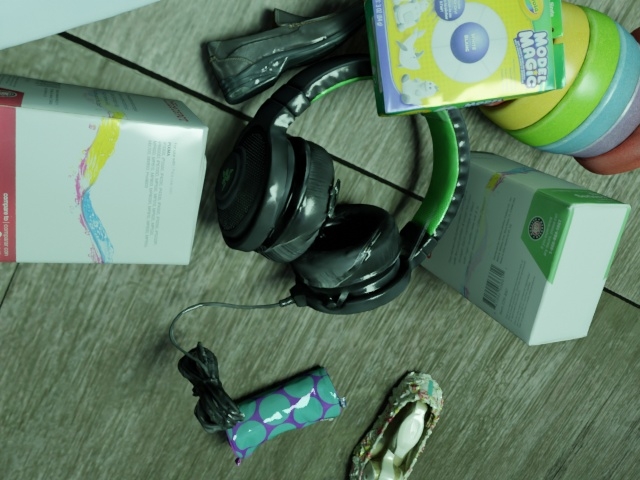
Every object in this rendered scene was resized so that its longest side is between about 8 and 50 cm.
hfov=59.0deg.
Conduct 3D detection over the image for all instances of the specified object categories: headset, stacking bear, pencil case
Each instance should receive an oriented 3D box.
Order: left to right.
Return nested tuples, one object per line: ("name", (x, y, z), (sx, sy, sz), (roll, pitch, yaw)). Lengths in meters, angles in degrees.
("pencil case", (-0.047, 0.219, 0.717), (0.152, 0.064, 0.070), (-19, 94, -15))
("headset", (0.000, 0.000, 0.567), (0.394, 0.185, 0.243), (-47, 122, 2))
("stacking bear", (0.233, -0.191, 0.606), (0.289, 0.175, 0.164), (19, 136, -19))

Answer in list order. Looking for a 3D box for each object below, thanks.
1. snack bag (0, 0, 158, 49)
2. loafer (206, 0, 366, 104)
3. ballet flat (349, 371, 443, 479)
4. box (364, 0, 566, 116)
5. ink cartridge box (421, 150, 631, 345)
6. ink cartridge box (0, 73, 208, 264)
("snack bag", (-0.141, -0.331, 0.366), (0.323, 0.037, 0.342), (-31, 135, -24))
("loafer", (-0.028, -0.196, 0.541), (0.170, 0.062, 0.061), (-31, 99, -12))
("ballet flat", (0.101, 0.299, 0.806), (0.091, 0.077, 0.241), (21, 100, 2))
("box", (0.135, -0.174, 0.503), (0.179, 0.043, 0.105), (-9, 99, -5))
("ink cartridge box", (0.214, -0.003, 0.647), (0.093, 0.212, 0.154), (-3, 113, -26))
("ink cartridge box", (-0.200, -0.060, 0.485), (0.176, 0.128, 0.127), (2, 112, -24))
